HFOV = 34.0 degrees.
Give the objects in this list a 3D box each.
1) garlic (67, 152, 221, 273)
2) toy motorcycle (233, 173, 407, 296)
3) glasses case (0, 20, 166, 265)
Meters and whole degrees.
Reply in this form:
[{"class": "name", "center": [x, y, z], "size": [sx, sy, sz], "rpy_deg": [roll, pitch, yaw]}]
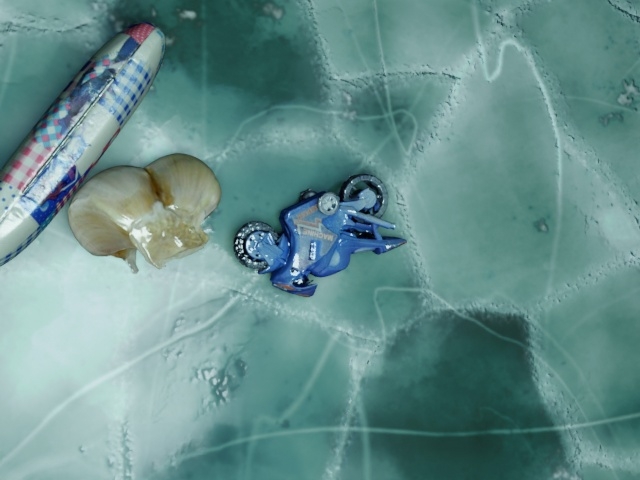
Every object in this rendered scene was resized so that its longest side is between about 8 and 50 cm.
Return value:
[{"class": "garlic", "center": [-0.192, -0.034, 1.179], "size": [0.174, 0.099, 0.124], "rpy_deg": [-28, 98, -31]}, {"class": "toy motorcycle", "center": [0.000, 0.000, 1.242], "size": [0.205, 0.076, 0.114], "rpy_deg": [-25, 102, -17]}, {"class": "glasses case", "center": [-0.277, -0.105, 1.143], "size": [0.076, 0.125, 0.327], "rpy_deg": [36, 78, -9]}]
